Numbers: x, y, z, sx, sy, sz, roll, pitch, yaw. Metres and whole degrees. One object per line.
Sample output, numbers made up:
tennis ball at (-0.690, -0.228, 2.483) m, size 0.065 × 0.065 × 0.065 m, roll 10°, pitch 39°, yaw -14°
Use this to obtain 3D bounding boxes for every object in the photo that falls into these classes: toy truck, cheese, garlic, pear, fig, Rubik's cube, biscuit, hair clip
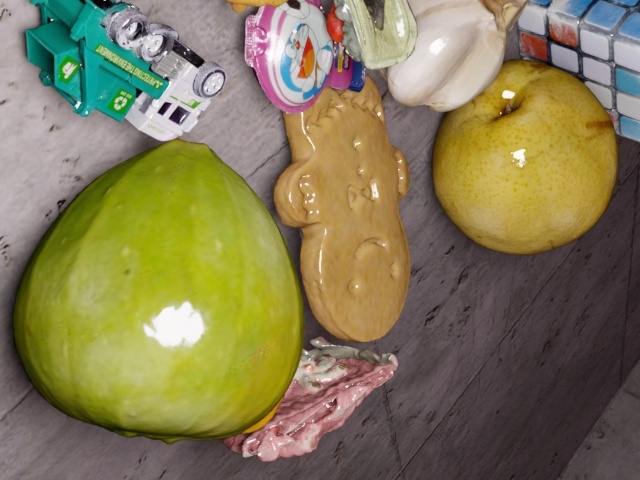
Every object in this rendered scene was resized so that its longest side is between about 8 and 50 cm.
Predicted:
toy truck at (-0.196, -0.171, 1.051) m, size 0.116 × 0.110 × 0.216 m, roll -52°, pitch 151°, yaw 6°
cheese at (-0.011, -0.227, 1.308) m, size 0.244 × 0.062 × 0.155 m, roll 0°, pitch 95°, yaw -54°
garlic at (0.160, -0.279, 1.458) m, size 0.203 × 0.184 × 0.281 m, roll -61°, pitch -179°, yaw 44°
pear at (0.318, -0.129, 1.699) m, size 0.314 × 0.314 × 0.314 m, roll -37°, pitch 141°, yaw -38°
fig at (-0.158, 0.046, 1.108) m, size 0.316 × 0.316 × 0.316 m, roll -37°, pitch 141°, yaw -38°
Rubik's cube at (0.506, -0.358, 1.834) m, size 0.259 × 0.256 × 0.253 m, roll -51°, pitch 148°, yaw -19°
biscuit at (0.043, -0.041, 1.428) m, size 0.275 × 0.052 × 0.355 m, roll -12°, pitch 96°, yaw -52°
hair clip at (0.035, -0.358, 1.252) m, size 0.138 × 0.091 × 0.321 m, roll -20°, pitch 109°, yaw -50°

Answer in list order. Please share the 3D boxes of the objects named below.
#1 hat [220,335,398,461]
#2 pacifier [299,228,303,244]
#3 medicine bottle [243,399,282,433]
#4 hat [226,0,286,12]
hat at (-0.055, 0.196, 1.410) m, size 0.236 × 0.286 × 0.107 m, roll -24°, pitch 99°, yaw -27°
pacifier at (0.000, 0.000, 1.532) m, size 0.078 × 0.081 × 0.099 m, roll -49°, pitch -164°, yaw 54°
medicine bottle at (-0.137, 0.144, 1.287) m, size 0.096 × 0.192 × 0.096 m, roll -35°, pitch 139°, yaw -37°
hat at (-0.070, -0.323, 1.088) m, size 0.233 × 0.233 × 0.244 m, roll 105°, pitch -2°, yaw -53°
